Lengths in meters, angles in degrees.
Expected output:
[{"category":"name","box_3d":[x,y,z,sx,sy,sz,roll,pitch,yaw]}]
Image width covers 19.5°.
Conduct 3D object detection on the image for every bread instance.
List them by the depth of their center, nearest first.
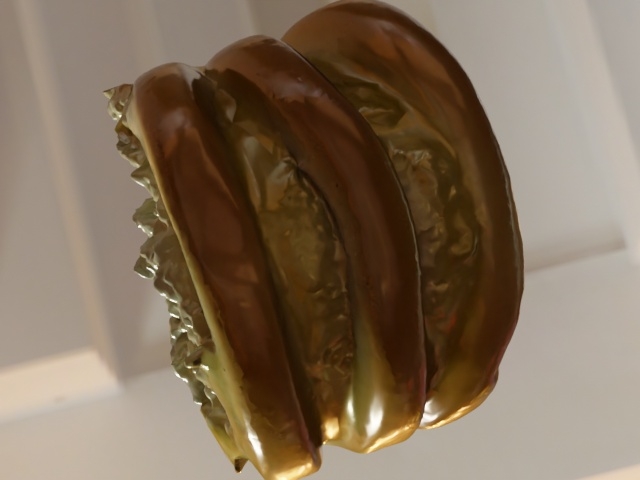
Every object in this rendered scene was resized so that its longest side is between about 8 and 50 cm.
[{"category":"bread","box_3d":[0.000,0.000,1.267,0.211,0.270,0.316,-4,-101,-86]}]
